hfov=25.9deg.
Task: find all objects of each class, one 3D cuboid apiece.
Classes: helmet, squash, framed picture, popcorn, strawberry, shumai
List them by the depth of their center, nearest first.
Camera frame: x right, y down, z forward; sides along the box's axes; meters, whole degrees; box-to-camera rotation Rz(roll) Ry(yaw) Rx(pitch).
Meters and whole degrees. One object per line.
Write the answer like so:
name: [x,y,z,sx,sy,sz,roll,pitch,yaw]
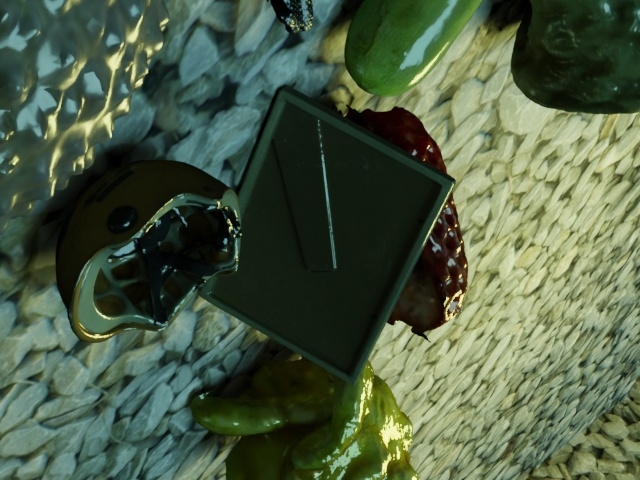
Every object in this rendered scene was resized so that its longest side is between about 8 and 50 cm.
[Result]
helmet: [-0.195,-0.003,1.488,0.224,0.130,0.198,-32,148,-14]
squash: [0.156,-0.329,1.642,0.370,0.118,0.118,-54,155,0]
framed picture: [0.000,0.000,1.700,0.020,0.241,0.324,-44,160,-58]
strawberry: [0.096,-0.047,1.760,0.150,0.280,0.253,-25,137,-48]
shumai: [0.404,-0.367,1.834,0.324,0.398,0.323,-56,131,-36]
popcorn: [0.000,0.284,2.048,0.321,0.290,0.325,-25,164,-47]

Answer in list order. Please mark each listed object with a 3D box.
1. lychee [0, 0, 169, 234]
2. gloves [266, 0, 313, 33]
lychee: [-0.279,-0.184,0.837,0.380,0.380,0.432,-40,135,-21]
gloves: [-0.013,-0.291,1.454,0.129,0.106,0.181,-33,-179,-15]
